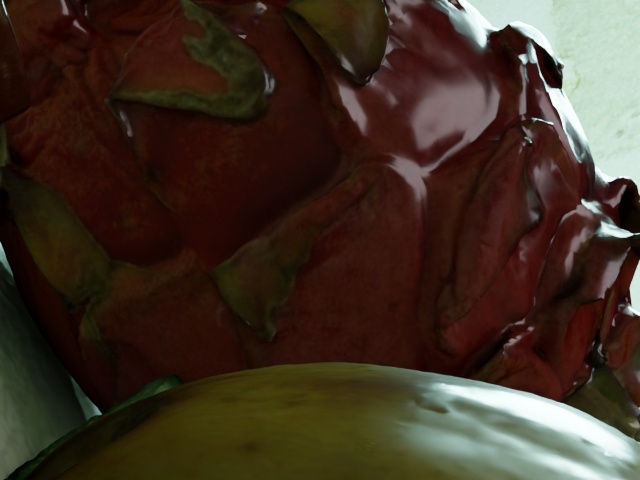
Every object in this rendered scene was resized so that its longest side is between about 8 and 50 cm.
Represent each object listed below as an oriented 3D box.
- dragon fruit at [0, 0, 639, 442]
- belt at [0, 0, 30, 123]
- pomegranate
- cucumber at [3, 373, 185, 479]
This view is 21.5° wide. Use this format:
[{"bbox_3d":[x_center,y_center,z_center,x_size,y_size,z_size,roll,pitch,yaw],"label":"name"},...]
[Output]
[{"bbox_3d":[0.000,0.000,0.779,0.342,0.277,0.277,39,2,7],"label":"dragon fruit"},{"bbox_3d":[-0.181,-0.148,0.357,0.324,0.115,0.227,67,-14,-21],"label":"belt"},{"bbox_3d":[0.020,0.147,0.372,0.260,0.260,0.260,61,5,-9],"label":"pomegranate"},{"bbox_3d":[-0.070,0.118,0.623,0.115,0.062,0.116,61,18,6],"label":"cucumber"}]
